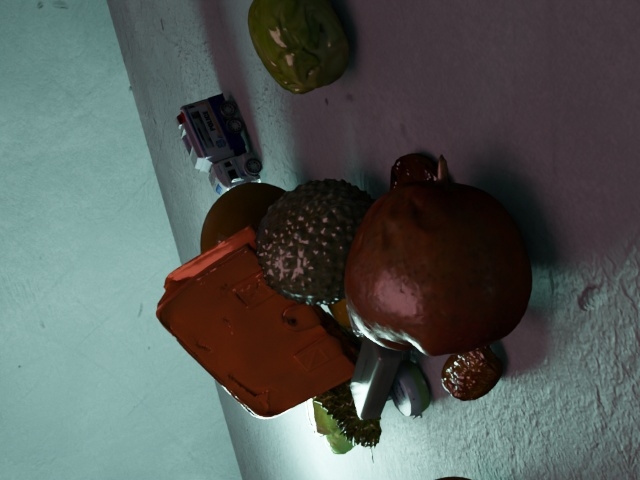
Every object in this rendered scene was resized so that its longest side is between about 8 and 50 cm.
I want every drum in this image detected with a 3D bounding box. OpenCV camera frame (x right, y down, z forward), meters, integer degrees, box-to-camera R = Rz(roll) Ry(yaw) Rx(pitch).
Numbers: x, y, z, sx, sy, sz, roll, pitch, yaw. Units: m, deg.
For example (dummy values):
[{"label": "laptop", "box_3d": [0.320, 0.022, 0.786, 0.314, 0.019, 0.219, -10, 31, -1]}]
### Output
[{"label": "drum", "box_3d": [0.160, 0.309, 1.807, 0.130, 0.049, 0.253, 72, 163, -5]}]

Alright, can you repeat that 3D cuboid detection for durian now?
[{"label": "durian", "box_3d": [0.065, 0.335, 1.987, 0.169, 0.157, 0.355, 41, -162, -45]}]

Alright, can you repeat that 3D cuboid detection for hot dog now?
[{"label": "hot dog", "box_3d": [0.263, 0.214, 1.444, 0.099, 0.065, 0.147, 56, 144, 33]}]

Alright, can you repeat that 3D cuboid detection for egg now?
[{"label": "egg", "box_3d": [-0.137, 0.032, 1.966, 0.282, 0.282, 0.351, 40, 149, 53]}]

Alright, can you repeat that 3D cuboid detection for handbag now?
[{"label": "handbag", "box_3d": [-0.134, 0.193, 1.832, 0.410, 0.303, 0.116, 50, -158, -24]}]

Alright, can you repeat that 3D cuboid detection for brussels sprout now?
[{"label": "brussels sprout", "box_3d": [-0.050, -0.377, 1.553, 0.223, 0.161, 0.223, 38, 136, 47]}]

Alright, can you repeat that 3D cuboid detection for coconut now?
[{"label": "coconut", "box_3d": [0.057, 0.518, 2.203, 0.088, 0.096, 0.088, 45, 180, 0]}]

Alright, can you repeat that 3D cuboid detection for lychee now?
[{"label": "lychee", "box_3d": [0.000, 0.000, 1.637, 0.255, 0.255, 0.274, 62, 146, 22]}]

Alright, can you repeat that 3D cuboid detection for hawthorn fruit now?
[{"label": "hawthorn fruit", "box_3d": [0.174, 0.017, 1.233, 0.277, 0.277, 0.298, 29, 125, 60]}]

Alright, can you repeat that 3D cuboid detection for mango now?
[{"label": "mango", "box_3d": [0.082, 0.131, 1.778, 0.195, 0.098, 0.137, 30, 133, 50]}]

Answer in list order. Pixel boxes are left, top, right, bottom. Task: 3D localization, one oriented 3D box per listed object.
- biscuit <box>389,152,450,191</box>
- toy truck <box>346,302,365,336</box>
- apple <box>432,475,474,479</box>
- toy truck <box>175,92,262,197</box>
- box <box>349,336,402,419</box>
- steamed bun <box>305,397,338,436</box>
[{"label": "biscuit", "box_3d": [0.176, -0.056, 1.441, 0.192, 0.049, 0.192, 46, 149, 39]}, {"label": "toy truck", "box_3d": [0.146, 0.116, 1.487, 0.115, 0.177, 0.080, 7, 115, 65]}, {"label": "apple", "box_3d": [0.258, 0.580, 1.539, 0.272, 0.206, 0.251, -80, -32, -57]}, {"label": "toy truck", "box_3d": [-0.271, -0.241, 2.231, 0.268, 0.155, 0.124, 65, 159, 12]}, {"label": "box", "box_3d": [0.113, 0.273, 1.739, 0.244, 0.055, 0.103, 102, 157, -48]}, {"label": "steamed bun", "box_3d": [0.014, 0.409, 2.183, 0.212, 0.110, 0.231, 100, 163, -66]}]
